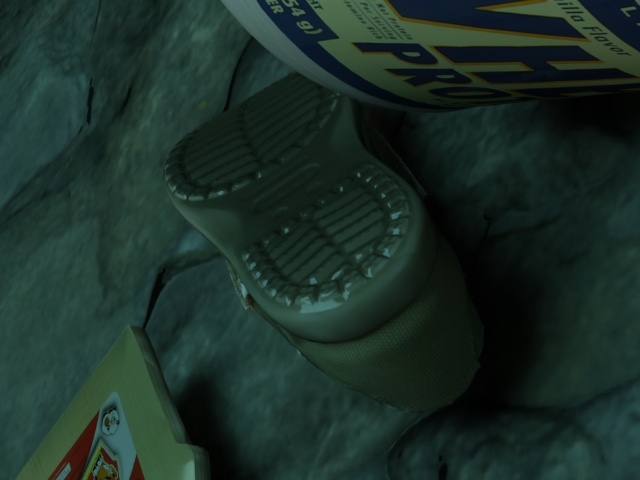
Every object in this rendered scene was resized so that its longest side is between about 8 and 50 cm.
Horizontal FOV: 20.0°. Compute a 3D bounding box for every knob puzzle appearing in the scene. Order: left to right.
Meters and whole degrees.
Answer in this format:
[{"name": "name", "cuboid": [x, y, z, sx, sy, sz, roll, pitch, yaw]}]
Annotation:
[{"name": "knob puzzle", "cuboid": [-0.098, 0.167, 0.867, 0.213, 0.030, 0.213, -23, 60, 47]}]

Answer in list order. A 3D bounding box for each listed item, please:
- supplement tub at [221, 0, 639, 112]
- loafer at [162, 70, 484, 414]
[{"name": "supplement tub", "cuboid": [0.119, -0.169, 0.617, 0.325, 0.235, 0.235, -1, 68, 53]}, {"name": "loafer", "cuboid": [0.000, 0.000, 0.794, 0.102, 0.092, 0.268, -30, 24, 2]}]
